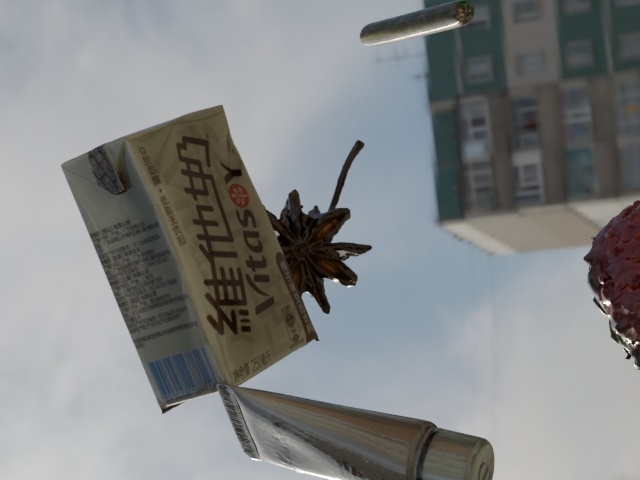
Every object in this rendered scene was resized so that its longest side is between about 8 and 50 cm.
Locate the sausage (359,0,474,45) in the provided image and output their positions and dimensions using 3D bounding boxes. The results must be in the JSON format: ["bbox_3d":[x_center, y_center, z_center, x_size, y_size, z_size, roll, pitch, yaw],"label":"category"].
[{"bbox_3d":[0.115,-0.267,1.801,0.032,0.269,0.033,0,-89,-27],"label":"sausage"}]

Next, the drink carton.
[{"bbox_3d":[-0.151,0.019,1.743,0.194,0.132,0.325,-28,-83,-54],"label":"drink carton"}]

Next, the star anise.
[{"bbox_3d":[0.002,-0.002,1.927,0.177,0.234,0.073,58,175,3],"label":"star anise"}]

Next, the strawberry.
[{"bbox_3d":[0.494,0.028,1.715,0.312,0.351,0.267,42,-175,-46],"label":"strawberry"}]

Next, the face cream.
[{"bbox_3d":[0.037,0.227,1.616,0.089,0.314,0.143,-60,-34,-34],"label":"face cream"}]
